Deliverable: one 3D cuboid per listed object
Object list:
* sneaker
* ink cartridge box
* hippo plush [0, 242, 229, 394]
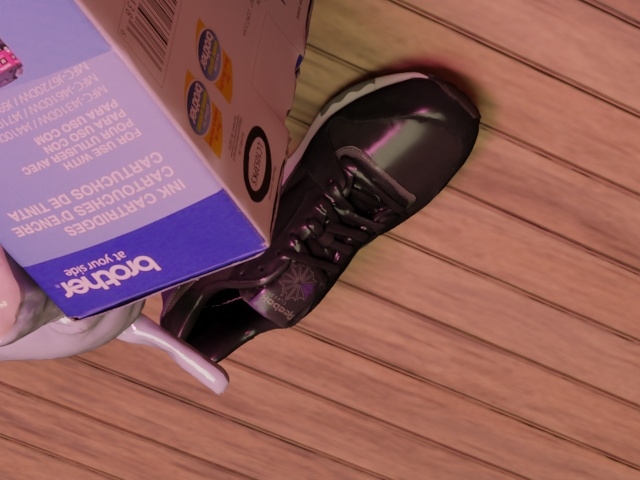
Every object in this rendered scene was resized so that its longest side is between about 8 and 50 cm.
[{"bbox_3d":[0.000,0.000,1.255,0.107,0.124,0.283,37,127,-26],"label":"sneaker"},{"bbox_3d":[-0.138,-0.148,1.028,0.151,0.270,0.395,-21,128,26],"label":"ink cartridge box"},{"bbox_3d":[-0.251,0.010,1.165,0.236,0.234,0.294,-24,158,19],"label":"hippo plush"}]
